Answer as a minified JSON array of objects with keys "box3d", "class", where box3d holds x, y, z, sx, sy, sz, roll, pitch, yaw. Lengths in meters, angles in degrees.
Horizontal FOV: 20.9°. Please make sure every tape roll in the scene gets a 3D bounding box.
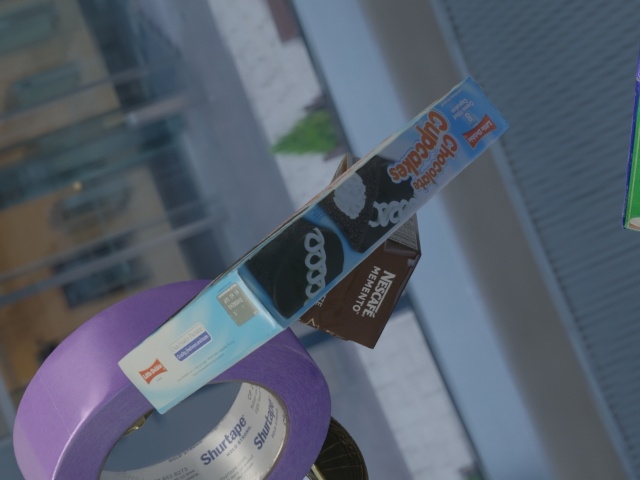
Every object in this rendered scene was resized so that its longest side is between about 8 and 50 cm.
[{"box3d":[-0.130,0.169,1.557,0.090,0.275,0.274,53,156,40],"class":"tape roll"}]

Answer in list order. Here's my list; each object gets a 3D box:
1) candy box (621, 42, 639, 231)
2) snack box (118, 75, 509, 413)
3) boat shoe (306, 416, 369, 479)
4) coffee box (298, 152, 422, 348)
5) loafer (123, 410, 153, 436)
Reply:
[{"box3d":[0.293,-0.165,1.229,0.317,0.122,0.268,60,-139,-71],"class":"candy box"},{"box3d":[0.000,0.000,1.368,0.060,0.322,0.187,51,138,-2],"class":"snack box"},{"box3d":[-0.014,0.269,2.304,0.223,0.080,0.073,55,136,26],"class":"boat shoe"},{"box3d":[0.046,0.009,2.109,0.246,0.098,0.141,-89,22,-67],"class":"coffee box"},{"box3d":[-0.271,0.231,2.153,0.056,0.148,0.050,51,-148,-30],"class":"loafer"}]
